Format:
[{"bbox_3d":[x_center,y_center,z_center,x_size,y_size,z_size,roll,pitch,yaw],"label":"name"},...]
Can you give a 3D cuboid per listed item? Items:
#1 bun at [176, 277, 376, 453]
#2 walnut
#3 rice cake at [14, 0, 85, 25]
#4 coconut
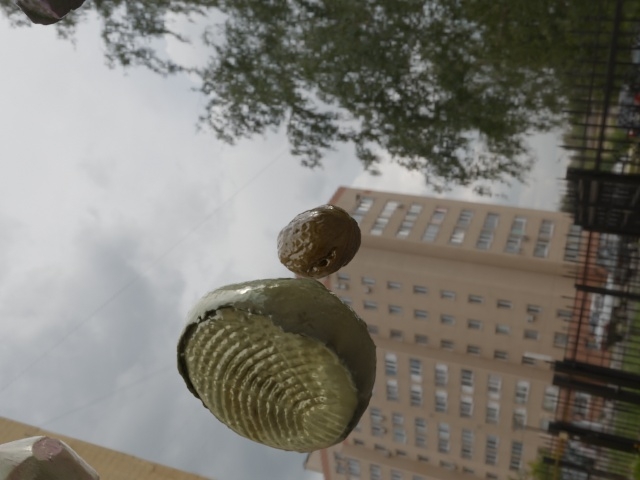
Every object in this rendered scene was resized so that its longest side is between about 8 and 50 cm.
[{"bbox_3d":[-0.064,0.198,1.245,0.202,0.364,0.364,-64,-27,-50],"label":"bun"},{"bbox_3d":[0.000,0.000,1.470,0.155,0.184,0.155,30,-134,-38],"label":"walnut"},{"bbox_3d":[-0.229,-0.332,0.804,0.270,0.049,0.055,-47,-45,-22],"label":"rice cake"},{"bbox_3d":[-0.420,0.367,1.029,0.171,0.183,0.171,-46,5,5],"label":"coconut"}]
